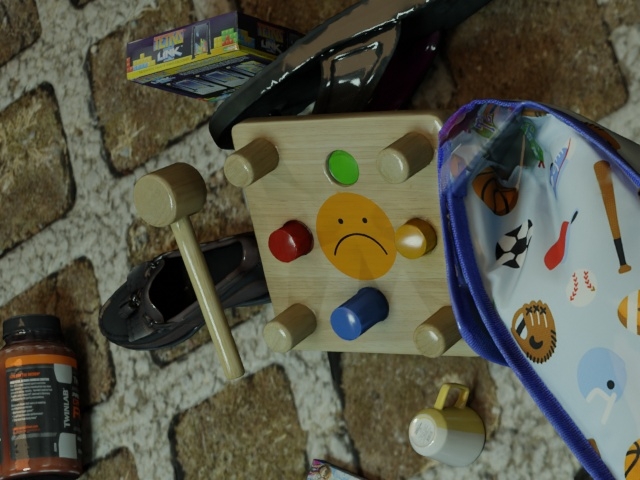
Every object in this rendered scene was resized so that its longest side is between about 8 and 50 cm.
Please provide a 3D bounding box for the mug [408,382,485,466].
[{"bbox_3d":[0.120,0.186,1.885,0.062,0.064,0.078,-24,66,36],"label":"mug"}]

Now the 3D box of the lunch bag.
[{"bbox_3d":[0.289,0.055,1.550,0.239,0.328,0.385,-49,56,20],"label":"lunch bag"}]

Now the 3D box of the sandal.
[{"bbox_3d":[0.056,-0.181,1.960,0.445,0.167,0.107,-30,81,33],"label":"sandal"}]

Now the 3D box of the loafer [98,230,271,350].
[{"bbox_3d":[-0.154,0.047,2.124,0.302,0.095,0.109,-21,69,36],"label":"loafer"}]

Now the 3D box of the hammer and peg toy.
[{"bbox_3d":[0.000,0.000,1.916,0.361,0.127,0.266,-1,111,35],"label":"hammer and peg toy"}]

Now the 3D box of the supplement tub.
[{"bbox_3d":[-0.340,0.190,2.247,0.106,0.106,0.198,-17,71,37],"label":"supplement tub"}]

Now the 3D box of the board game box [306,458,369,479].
[{"bbox_3d":[0.017,0.287,1.981,0.090,0.020,0.090,17,92,40],"label":"board game box"}]

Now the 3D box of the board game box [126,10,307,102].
[{"bbox_3d":[-0.109,-0.204,2.109,0.170,0.141,0.048,-10,75,38],"label":"board game box"}]
